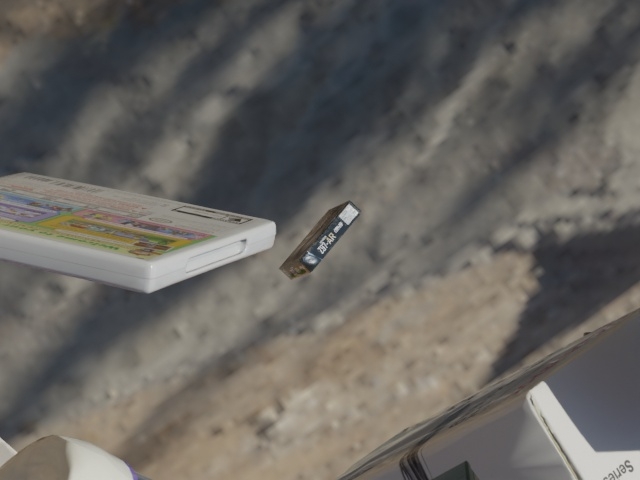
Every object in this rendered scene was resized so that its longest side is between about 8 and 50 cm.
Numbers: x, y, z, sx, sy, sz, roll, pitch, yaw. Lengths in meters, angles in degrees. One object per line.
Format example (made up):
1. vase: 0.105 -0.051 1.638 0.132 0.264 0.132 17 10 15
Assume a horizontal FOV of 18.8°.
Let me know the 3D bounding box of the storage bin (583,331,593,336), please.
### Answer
1. storage bin: 0.360 0.138 1.923 0.180 0.084 0.122 -1 171 43

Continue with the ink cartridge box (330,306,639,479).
1. ink cartridge box: 0.135 0.175 1.428 0.289 0.121 0.211 -33 177 40

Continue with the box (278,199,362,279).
1. box: 0.000 0.000 1.914 0.083 0.018 0.067 -50 -171 -17

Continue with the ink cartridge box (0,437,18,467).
1. ink cartridge box: -0.293 0.293 1.504 0.261 0.296 0.066 -39 140 -23

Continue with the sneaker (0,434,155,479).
1. sneaker: -0.080 0.259 0.744 0.130 0.236 0.322 -9 -130 53

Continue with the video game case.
1. video game case: -0.165 -0.009 1.320 0.193 0.212 0.023 -20 120 -66
